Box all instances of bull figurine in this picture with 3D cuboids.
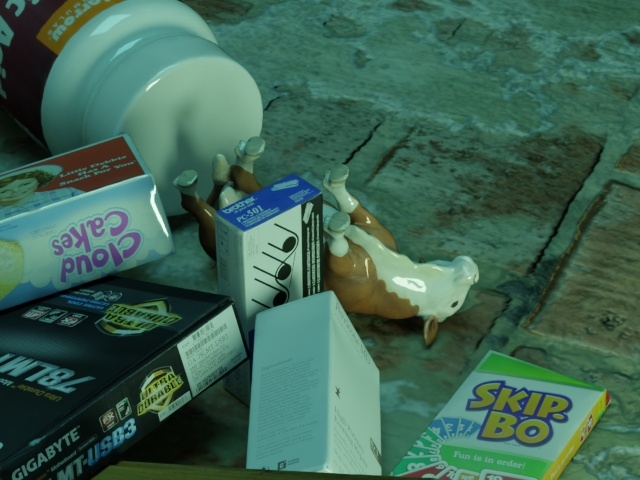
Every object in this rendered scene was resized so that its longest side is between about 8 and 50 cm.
[{"bbox_3d":[0.000,0.000,1.956,0.310,0.188,0.101,12,57,27],"label":"bull figurine"}]

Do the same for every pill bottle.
[{"bbox_3d":[-0.248,-0.197,2.174,0.224,0.224,0.392,-23,41,-28],"label":"pill bottle"}]

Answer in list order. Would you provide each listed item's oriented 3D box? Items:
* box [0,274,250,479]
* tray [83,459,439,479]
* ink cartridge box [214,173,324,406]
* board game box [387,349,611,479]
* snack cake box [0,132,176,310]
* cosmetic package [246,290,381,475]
[{"bbox_3d":[-0.265,0.128,1.790,0.295,0.073,0.293,10,32,44],"label":"box"},{"bbox_3d":[-0.108,0.254,1.525,0.411,0.076,0.203,-3,26,45],"label":"tray"},{"bbox_3d":[-0.045,0.048,1.845,0.097,0.207,0.046,-27,43,-32],"label":"ink cartridge box"},{"bbox_3d":[0.163,0.187,1.803,0.124,0.039,0.259,18,37,24],"label":"board game box"},{"bbox_3d":[-0.287,-0.008,1.913,0.264,0.089,0.152,-18,20,-8],"label":"snack cake box"},{"bbox_3d":[-0.003,0.164,1.739,0.085,0.117,0.231,-18,37,17],"label":"cosmetic package"}]
